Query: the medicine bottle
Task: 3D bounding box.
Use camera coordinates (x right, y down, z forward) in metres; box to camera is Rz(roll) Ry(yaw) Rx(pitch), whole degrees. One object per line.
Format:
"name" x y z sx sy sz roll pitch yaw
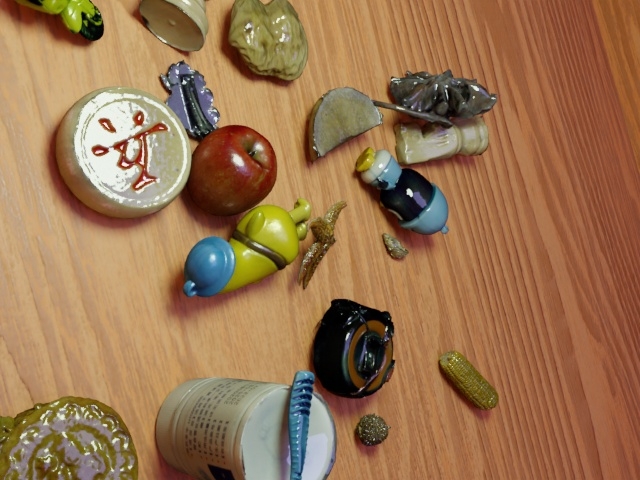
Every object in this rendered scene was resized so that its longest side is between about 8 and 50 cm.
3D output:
"medicine bottle" -0.143 0.342 1.141 0.189 0.332 0.190 6 79 -37

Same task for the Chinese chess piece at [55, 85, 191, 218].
"Chinese chess piece" -0.367 -0.164 1.217 0.249 0.103 0.250 9 75 -38

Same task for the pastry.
"pastry" -0.421 0.378 1.034 0.235 0.132 0.240 -2 74 -32

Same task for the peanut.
"peanut" -0.121 -0.472 1.497 0.233 0.110 0.197 -6 89 -41

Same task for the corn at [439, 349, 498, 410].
"corn" 0.409 0.388 1.774 0.238 0.080 0.080 44 55 -21

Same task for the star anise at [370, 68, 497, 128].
"star anise" 0.304 -0.393 1.794 0.316 0.359 0.139 -50 150 -57

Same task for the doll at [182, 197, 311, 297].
"doll" -0.143 0.029 1.328 0.363 0.145 0.200 -33 140 -45

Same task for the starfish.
"starfish" 0.001 0.001 1.462 0.240 0.043 0.227 44 64 -71

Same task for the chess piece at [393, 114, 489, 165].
"chess piece" 0.338 -0.288 1.862 0.300 0.137 0.137 -15 90 -31

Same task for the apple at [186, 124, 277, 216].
"apple" -0.181 -0.142 1.324 0.181 0.168 0.181 22 55 -34

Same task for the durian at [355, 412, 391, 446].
"durian" 0.126 0.442 1.512 0.091 0.080 0.080 -4 82 -19

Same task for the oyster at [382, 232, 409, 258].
"oyster" 0.194 0.016 1.719 0.083 0.038 0.080 46 21 11

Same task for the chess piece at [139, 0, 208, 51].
"chess piece" -0.274 -0.570 1.398 0.138 0.124 0.307 16 62 -5

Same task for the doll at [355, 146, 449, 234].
"doll" 0.224 -0.119 1.698 0.314 0.141 0.177 38 26 -14

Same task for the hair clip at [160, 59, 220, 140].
"hair clip" -0.269 -0.292 1.369 0.124 0.052 0.196 -21 88 -48

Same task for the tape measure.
"tape measure" 0.081 0.250 1.483 0.202 0.135 0.223 26 69 -44

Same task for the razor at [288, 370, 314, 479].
"razor" -0.038 0.327 0.986 0.081 0.042 0.253 18 72 -33

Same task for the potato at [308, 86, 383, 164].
"potato" 0.028 -0.293 1.594 0.243 0.098 0.138 -33 98 -34

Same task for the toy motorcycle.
"toy motorcycle" -0.502 -0.537 1.166 0.206 0.142 0.343 -17 91 -80
